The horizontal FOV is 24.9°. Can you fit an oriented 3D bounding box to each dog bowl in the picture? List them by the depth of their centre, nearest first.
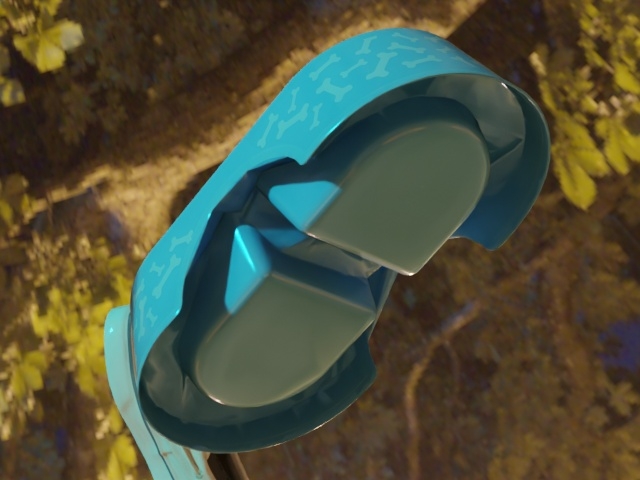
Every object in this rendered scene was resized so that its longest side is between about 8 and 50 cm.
[{"bbox_3d":[0.000,0.000,0.853,0.166,0.074,0.297,22,-63,-42],"label":"dog bowl"}]

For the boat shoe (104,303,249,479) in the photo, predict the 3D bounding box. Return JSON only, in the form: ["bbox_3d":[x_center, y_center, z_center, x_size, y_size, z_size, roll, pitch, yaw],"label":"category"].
[{"bbox_3d":[-0.111,0.169,1.290,0.084,0.095,0.258,-17,-76,18],"label":"boat shoe"}]
